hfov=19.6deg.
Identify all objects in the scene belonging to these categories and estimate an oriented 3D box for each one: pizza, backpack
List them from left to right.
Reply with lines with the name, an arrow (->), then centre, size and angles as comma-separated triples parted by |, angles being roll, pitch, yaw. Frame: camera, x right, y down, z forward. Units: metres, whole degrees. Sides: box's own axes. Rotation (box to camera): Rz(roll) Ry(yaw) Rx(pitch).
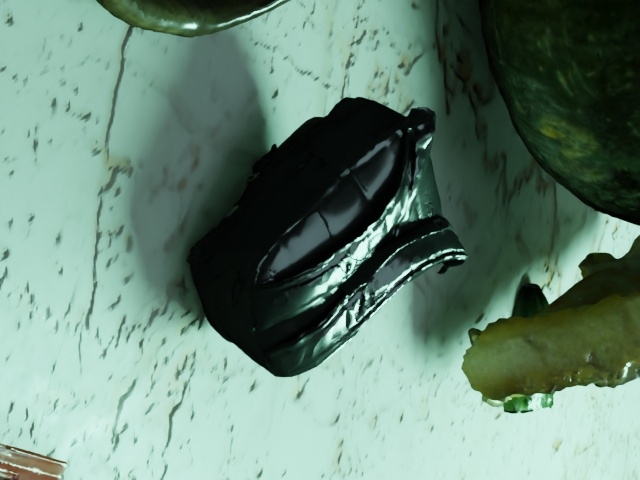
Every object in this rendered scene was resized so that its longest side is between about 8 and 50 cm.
backpack -> -0.002, -0.002, 1.080 | 0.165, 0.106, 0.120 | -35, 129, -29
pizza -> 0.353, 0.019, 1.458 | 0.435, 0.392, 0.080 | -31, 106, -58

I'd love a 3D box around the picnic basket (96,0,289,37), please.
picnic basket -> 0.010, -0.216, 0.895 | 0.293, 0.337, 0.337 | -3, 100, -69

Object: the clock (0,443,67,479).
clock -> -0.184, 0.132, 0.792 | 0.155, 0.061, 0.113 | 31, 70, -59

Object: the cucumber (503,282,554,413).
cucumber -> 0.183, 0.091, 1.571 | 0.067, 0.035, 0.107 | -3, 97, -62

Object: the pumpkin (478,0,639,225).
pumpkin -> 0.305, -0.219, 1.368 | 0.454, 0.344, 0.454 | -13, 109, -43
